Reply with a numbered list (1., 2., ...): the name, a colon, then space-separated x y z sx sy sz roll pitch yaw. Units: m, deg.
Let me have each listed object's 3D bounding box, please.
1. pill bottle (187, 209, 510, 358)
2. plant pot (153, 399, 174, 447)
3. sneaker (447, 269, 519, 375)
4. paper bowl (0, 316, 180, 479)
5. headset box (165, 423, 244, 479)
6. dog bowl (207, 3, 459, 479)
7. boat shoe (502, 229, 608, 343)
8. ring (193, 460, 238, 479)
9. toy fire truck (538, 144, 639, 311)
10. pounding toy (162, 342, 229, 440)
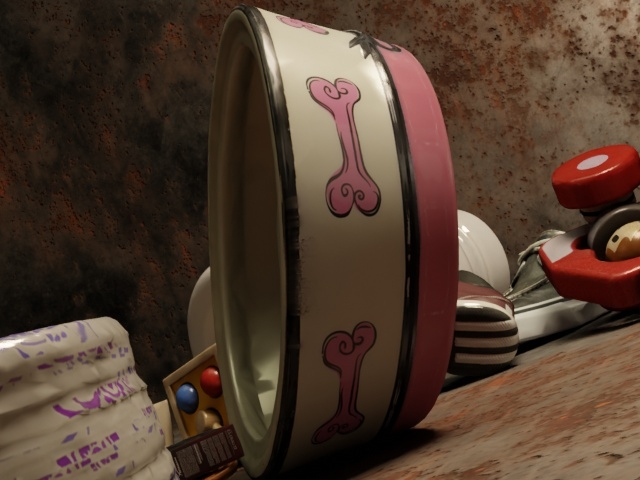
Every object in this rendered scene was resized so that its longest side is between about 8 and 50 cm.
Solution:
1. pill bottle: 0.052 0.086 1.578 0.408 0.229 0.229 -17 -5 -41
2. plant pot: -0.224 0.249 1.377 0.109 0.096 0.109 -23 -5 28
3. sneaker: 0.083 0.084 1.362 0.281 0.106 0.162 6 17 13
4. paper bowl: -0.173 0.136 0.382 0.284 0.148 0.284 -21 -4 -2
5. headset box: -0.112 0.187 1.060 0.083 0.032 0.062 -19 -3 -43
6. dog bowl: 0.000 0.000 1.080 0.150 0.408 0.408 -2 -8 -13
7. boat shoe: 0.289 0.046 1.501 0.335 0.119 0.121 -19 -4 -35
8. ring: -0.226 0.266 1.078 0.337 0.032 0.336 -20 -3 -1
9. toy fire truck: 0.388 -0.014 1.296 0.302 0.169 0.254 -22 15 3
10. pounding toy: -0.103 0.192 1.364 0.100 0.141 0.130 -3 -25 -45
